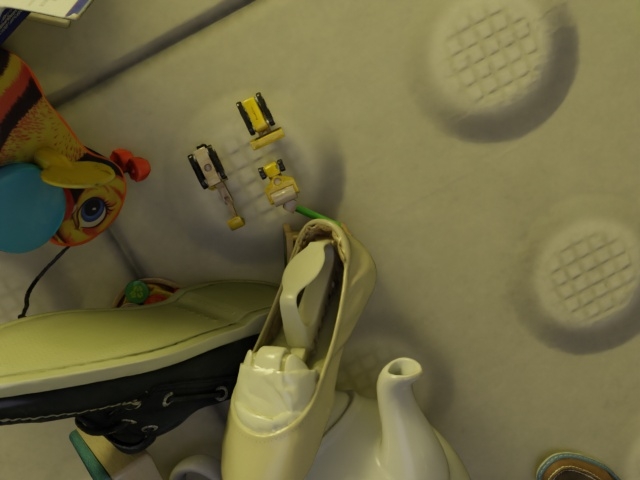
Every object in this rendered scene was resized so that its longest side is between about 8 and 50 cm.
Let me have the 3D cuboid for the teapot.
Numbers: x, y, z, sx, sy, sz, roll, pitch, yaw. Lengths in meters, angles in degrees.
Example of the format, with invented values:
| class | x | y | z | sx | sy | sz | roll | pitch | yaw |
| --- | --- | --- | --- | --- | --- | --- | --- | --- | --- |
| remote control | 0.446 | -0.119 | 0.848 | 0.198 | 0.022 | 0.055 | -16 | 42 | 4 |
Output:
| class | x | y | z | sx | sy | sz | roll | pitch | yaw |
| --- | --- | --- | --- | --- | --- | --- | --- | --- | --- |
| teapot | -0.005 | 0.221 | 0.803 | 0.256 | 0.252 | 0.187 | -37 | 93 | -7 |

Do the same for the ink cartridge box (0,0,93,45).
| class | x | y | z | sx | sy | sz | roll | pitch | yaw |
| --- | --- | --- | --- | --- | --- | --- | --- | --- | --- |
| ink cartridge box | -0.304 | -0.194 | 0.627 | 0.333 | 0.165 | 0.065 | 12 | 128 | 0 |

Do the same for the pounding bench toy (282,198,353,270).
| class | x | y | z | sx | sy | sz | roll | pitch | yaw |
| --- | --- | --- | --- | --- | --- | --- | --- | --- | --- |
| pounding bench toy | 0.000 | 0.000 | 0.827 | 0.065 | 0.052 | 0.083 | -3 | 105 | -5 |

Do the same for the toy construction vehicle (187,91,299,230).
| class | x | y | z | sx | sy | sz | roll | pitch | yaw |
| --- | --- | --- | --- | --- | --- | --- | --- | --- | --- |
| toy construction vehicle | -0.066 | -0.069 | 0.809 | 0.086 | 0.035 | 0.098 | -28 | 91 | 3 |

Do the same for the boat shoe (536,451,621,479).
| class | x | y | z | sx | sy | sz | roll | pitch | yaw |
| --- | --- | --- | --- | --- | --- | --- | --- | --- | --- |
| boat shoe | 0.301 | 0.281 | 0.926 | 0.183 | 0.066 | 0.066 | 35 | 99 | -14 |

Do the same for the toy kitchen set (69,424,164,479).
| class | x | y | z | sx | sy | sz | roll | pitch | yaw |
| --- | --- | --- | --- | --- | --- | --- | --- | --- | --- |
| toy kitchen set | -0.193 | 0.288 | 0.781 | 0.166 | 0.122 | 0.207 | -31 | 111 | -21 |

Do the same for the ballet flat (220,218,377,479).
| class | x | y | z | sx | sy | sz | roll | pitch | yaw |
| --- | --- | --- | --- | --- | --- | --- | --- | --- | --- |
| ballet flat | -0.023 | 0.085 | 0.712 | 0.086 | 0.248 | 0.086 | 14 | 145 | 10 |

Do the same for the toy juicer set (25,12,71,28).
| class | x | y | z | sx | sy | sz | roll | pitch | yaw |
| --- | --- | --- | --- | --- | --- | --- | --- | --- | --- |
| toy juicer set | -0.328 | -0.312 | 0.689 | 0.209 | 0.089 | 0.329 | -9 | 106 | -4 |

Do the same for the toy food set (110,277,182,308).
| class | x | y | z | sx | sy | sz | roll | pitch | yaw |
| --- | --- | --- | --- | --- | --- | --- | --- | --- | --- |
| toy food set | -0.157 | 0.075 | 0.847 | 0.083 | 0.020 | 0.083 | 18 | 103 | -10 |

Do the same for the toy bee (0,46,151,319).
| class | x | y | z | sx | sy | sz | roll | pitch | yaw |
| --- | --- | --- | --- | --- | --- | --- | --- | --- | --- |
| toy bee | -0.230 | -0.059 | 0.748 | 0.195 | 0.298 | 0.162 | 39 | 60 | 21 |

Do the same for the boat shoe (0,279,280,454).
| class | x | y | z | sx | sy | sz | roll | pitch | yaw |
| --- | --- | --- | --- | --- | --- | --- | --- | --- | --- |
| boat shoe | -0.142 | 0.111 | 0.728 | 0.127 | 0.340 | 0.113 | 15 | 106 | 31 |
